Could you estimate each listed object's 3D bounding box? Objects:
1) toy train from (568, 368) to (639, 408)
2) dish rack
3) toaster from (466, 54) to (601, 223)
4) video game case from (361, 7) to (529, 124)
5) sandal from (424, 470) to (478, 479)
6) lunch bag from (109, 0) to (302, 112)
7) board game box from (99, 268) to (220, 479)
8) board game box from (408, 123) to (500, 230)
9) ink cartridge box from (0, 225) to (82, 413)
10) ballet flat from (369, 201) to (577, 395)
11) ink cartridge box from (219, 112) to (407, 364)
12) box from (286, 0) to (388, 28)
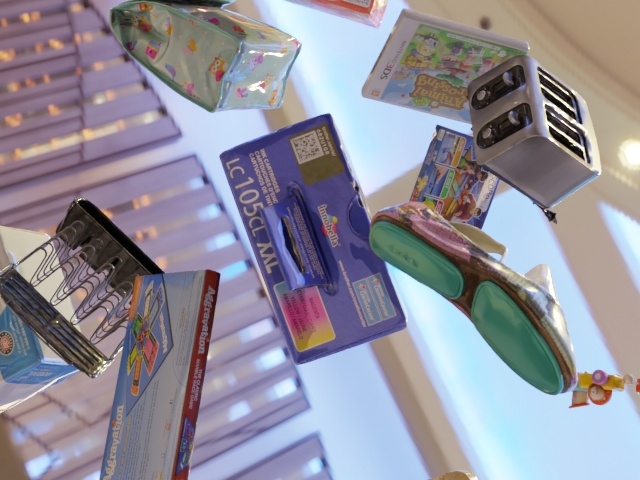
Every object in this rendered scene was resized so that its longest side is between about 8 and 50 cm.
[{"bbox_3d":[0.374,0.194,1.453,0.166,0.125,0.046,161,-62,-66],"label":"toy train"},{"bbox_3d":[-0.319,0.066,1.571,0.208,0.271,0.074,43,-69,-4],"label":"dish rack"},{"bbox_3d":[0.308,-0.149,1.647,0.110,0.185,0.168,-34,-139,35],"label":"toaster"},{"bbox_3d":[0.196,-0.272,1.837,0.193,0.212,0.023,119,-21,-52],"label":"video game case"},{"bbox_3d":[0.154,0.442,1.924,0.240,0.079,0.088,-37,-125,38],"label":"sandal"},{"bbox_3d":[-0.199,-0.331,1.939,0.262,0.223,0.160,31,-70,22],"label":"lunch bag"},{"bbox_3d":[-0.196,0.177,1.387,0.145,0.027,0.281,-6,-110,43],"label":"board game box"},{"bbox_3d":[0.213,-0.072,1.843,0.035,0.136,0.201,34,-73,58],"label":"board game box"},{"bbox_3d":[-0.527,0.147,1.722,0.307,0.129,0.223,-28,-107,19],"label":"ink cartridge box"},{"bbox_3d":[0.138,0.033,0.946,0.221,0.079,0.077,39,-37,26],"label":"ballet flat"},{"bbox_3d":[0.000,0.000,1.436,0.395,0.151,0.270,38,32,-87],"label":"ink cartridge box"},{"bbox_3d":[-0.027,-0.468,1.894,0.300,0.142,0.154,18,-87,9],"label":"box"}]
